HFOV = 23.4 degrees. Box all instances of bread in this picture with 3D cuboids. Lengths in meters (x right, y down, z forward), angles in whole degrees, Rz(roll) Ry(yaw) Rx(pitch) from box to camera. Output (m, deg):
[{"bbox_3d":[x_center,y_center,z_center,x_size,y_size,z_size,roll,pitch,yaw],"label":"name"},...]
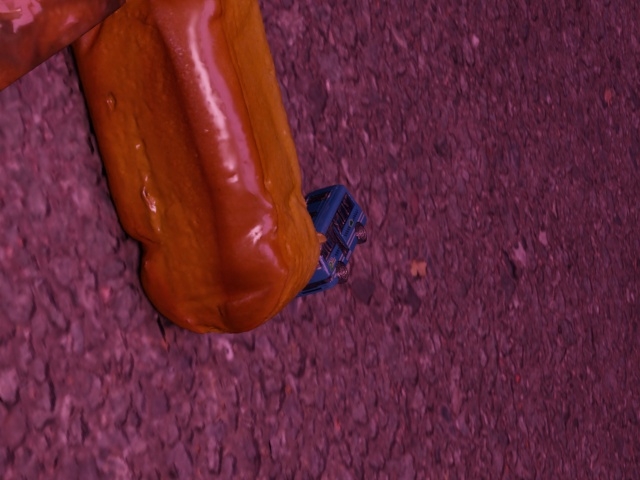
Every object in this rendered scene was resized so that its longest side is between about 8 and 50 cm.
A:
[{"bbox_3d":[-0.075,-0.066,0.896,0.094,0.102,0.246,-37,115,-66],"label":"bread"}]

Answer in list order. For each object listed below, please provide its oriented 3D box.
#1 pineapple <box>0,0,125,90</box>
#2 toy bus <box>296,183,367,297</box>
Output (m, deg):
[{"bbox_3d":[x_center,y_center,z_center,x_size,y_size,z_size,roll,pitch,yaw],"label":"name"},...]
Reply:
[{"bbox_3d":[-0.220,-0.209,0.633,0.340,0.169,0.169,59,35,-20],"label":"pineapple"},{"bbox_3d":[0.000,0.000,1.066,0.046,0.038,0.083,59,33,-24],"label":"toy bus"}]
